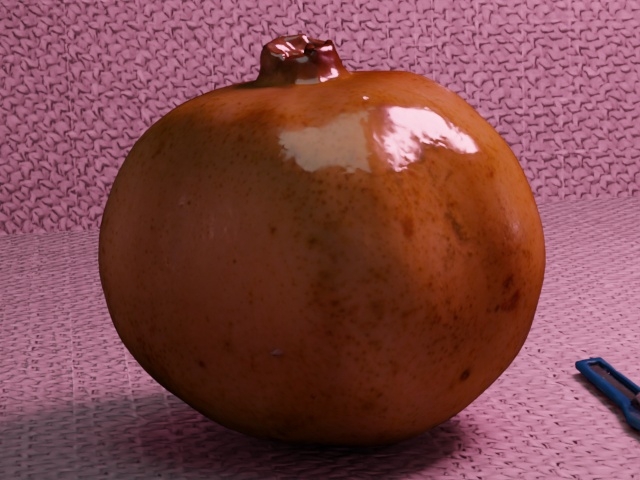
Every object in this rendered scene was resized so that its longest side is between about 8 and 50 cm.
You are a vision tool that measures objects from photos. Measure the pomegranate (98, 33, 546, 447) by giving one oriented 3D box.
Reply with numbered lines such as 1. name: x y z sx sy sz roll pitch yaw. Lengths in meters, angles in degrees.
1. pomegranate: 0.000 0.000 1.620 0.416 0.417 0.417 -2 10 0

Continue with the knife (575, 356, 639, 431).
1. knife: 0.300 0.153 1.693 0.044 0.026 0.296 -15 12 -6
